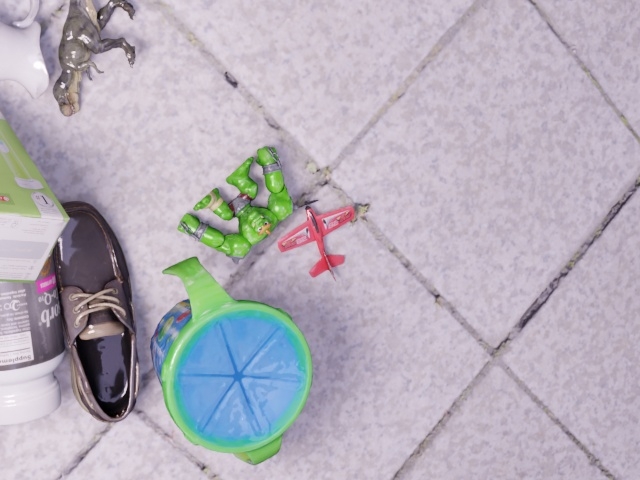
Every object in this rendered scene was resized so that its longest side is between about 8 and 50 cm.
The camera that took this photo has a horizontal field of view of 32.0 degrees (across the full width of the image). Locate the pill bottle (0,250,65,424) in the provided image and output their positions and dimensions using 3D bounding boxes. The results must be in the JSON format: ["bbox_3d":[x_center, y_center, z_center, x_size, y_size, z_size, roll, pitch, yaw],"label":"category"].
[{"bbox_3d":[-0.463,0.118,1.640,0.162,0.162,0.278,-10,103,-22],"label":"pill bottle"}]

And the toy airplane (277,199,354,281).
[{"bbox_3d":[0.000,0.000,1.898,0.151,0.028,0.151,-4,102,-22],"label":"toy airplane"}]

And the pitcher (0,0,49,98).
[{"bbox_3d":[-0.497,-0.299,1.587,0.207,0.125,0.178,3,78,-35],"label":"pitcher"}]

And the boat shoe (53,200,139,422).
[{"bbox_3d":[-0.335,0.114,1.713,0.132,0.130,0.355,-17,106,-21],"label":"boat shoe"}]

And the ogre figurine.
[{"bbox_3d":[-0.121,-0.051,1.804,0.118,0.097,0.197,48,63,-5],"label":"ogre figurine"}]

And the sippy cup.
[{"bbox_3d":[-0.160,0.188,1.752,0.240,0.224,0.305,13,94,-26],"label":"sippy cup"}]

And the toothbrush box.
[{"bbox_3d":[-0.495,-0.081,1.476,0.206,0.283,0.122,5,128,-48],"label":"toothbrush box"}]

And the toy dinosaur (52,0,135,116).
[{"bbox_3d":[-0.338,-0.318,1.678,0.118,0.064,0.268,3,95,-18],"label":"toy dinosaur"}]
